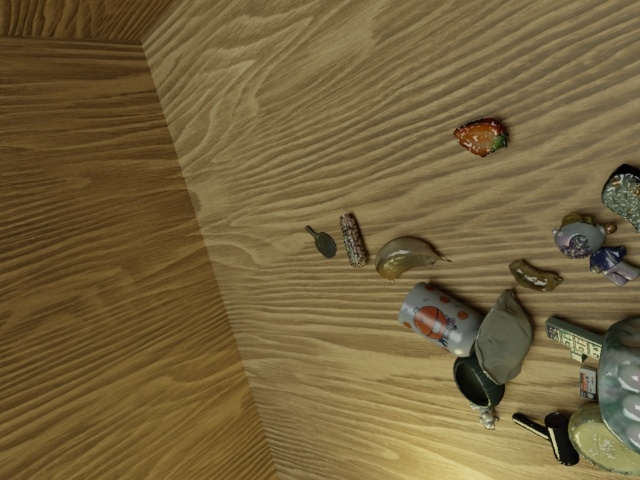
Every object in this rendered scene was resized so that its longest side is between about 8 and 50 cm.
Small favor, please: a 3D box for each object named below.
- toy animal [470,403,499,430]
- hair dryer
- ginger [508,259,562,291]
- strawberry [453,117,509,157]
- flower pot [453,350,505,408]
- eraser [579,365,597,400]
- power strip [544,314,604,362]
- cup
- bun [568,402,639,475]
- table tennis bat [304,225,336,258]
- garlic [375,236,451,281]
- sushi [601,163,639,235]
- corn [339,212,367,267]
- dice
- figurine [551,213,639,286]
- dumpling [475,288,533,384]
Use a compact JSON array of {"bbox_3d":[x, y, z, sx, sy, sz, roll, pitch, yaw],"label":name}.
[{"bbox_3d":[0.727,0.759,1.906,0.085,0.071,0.124,-6,110,62],"label":"toy animal"},{"bbox_3d":[0.880,0.757,1.729,0.251,0.089,0.197,6,126,56],"label":"hair dryer"},{"bbox_3d":[0.782,0.134,1.597,0.190,0.069,0.095,21,98,39],"label":"ginger"},{"bbox_3d":[0.591,-0.378,1.566,0.192,0.085,0.140,-17,102,53],"label":"strawberry"},{"bbox_3d":[0.668,0.582,1.828,0.189,0.157,0.242,-34,82,48],"label":"flower pot"},{"bbox_3d":[0.979,0.521,1.584,0.052,0.029,0.121,6,111,43],"label":"eraser"},{"bbox_3d":[0.919,0.365,1.542,0.216,0.061,0.145,26,145,54],"label":"power strip"},{"bbox_3d":[0.523,0.339,1.840,0.318,0.212,0.212,29,125,32],"label":"cup"},{"bbox_3d":[1.018,0.684,1.523,0.260,0.152,0.259,24,133,29],"label":"bun"},{"bbox_3d":[0.000,0.000,2.364,0.234,0.022,0.131,44,133,21],"label":"table tennis bat"},{"bbox_3d":[0.390,0.066,1.941,0.339,0.151,0.196,-26,114,40],"label":"garlic"},{"bbox_3d":[0.949,-0.122,1.283,0.225,0.126,0.136,51,134,15],"label":"sushi"},{"bbox_3d":[0.160,0.004,2.156,0.092,0.092,0.280,-16,90,47],"label":"corn"},{"bbox_3d":[1.032,0.430,1.263,0.331,0.348,0.327,-2,103,44],"label":"dice"},{"bbox_3d":[0.888,0.040,1.417,0.274,0.133,0.194,56,149,-7],"label":"figurine"},{"bbox_3d":[0.688,0.375,1.647,0.181,0.260,0.340,36,138,39],"label":"dumpling"}]
